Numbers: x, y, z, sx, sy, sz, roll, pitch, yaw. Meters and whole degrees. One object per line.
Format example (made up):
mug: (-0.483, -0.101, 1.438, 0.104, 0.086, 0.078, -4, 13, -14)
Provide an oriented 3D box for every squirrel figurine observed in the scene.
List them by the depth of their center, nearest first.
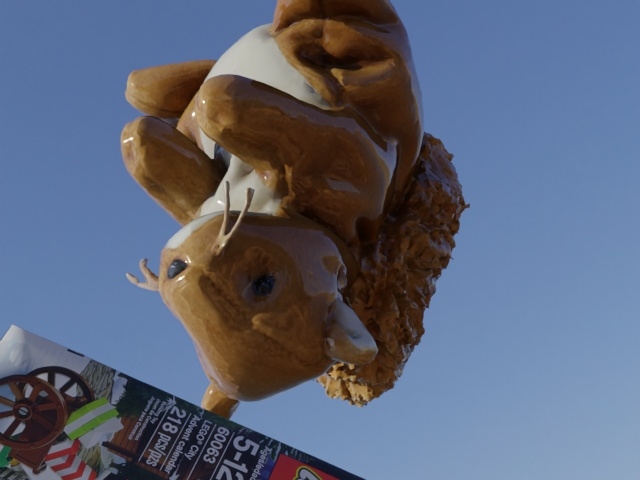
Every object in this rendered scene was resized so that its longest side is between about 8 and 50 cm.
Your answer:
squirrel figurine: (0.000, 0.000, 1.152, 0.281, 0.370, 0.397, -26, -47, 27)

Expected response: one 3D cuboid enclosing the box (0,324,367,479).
box: (-0.094, 0.150, 0.432, 0.233, 0.159, 0.044, -64, -5, -45)
